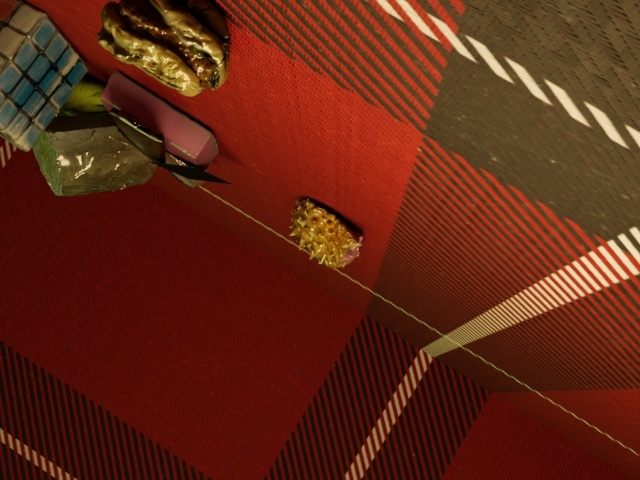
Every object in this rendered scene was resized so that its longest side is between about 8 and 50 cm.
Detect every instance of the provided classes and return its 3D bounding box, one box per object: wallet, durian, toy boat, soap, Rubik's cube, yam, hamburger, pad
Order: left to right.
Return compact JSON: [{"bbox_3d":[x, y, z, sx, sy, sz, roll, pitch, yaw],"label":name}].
[{"bbox_3d":[-0.714,-0.392,1.872,0.253,0.259,0.256,29,171,14],"label":"Rubik's cube"},{"bbox_3d":[-0.585,-0.362,2.140,0.139,0.101,0.250,-6,-166,-32],"label":"durian"},{"bbox_3d":[-0.539,-0.212,2.078,0.202,0.271,0.201,35,136,51],"label":"yam"},{"bbox_3d":[-0.397,-0.230,1.866,0.137,0.031,0.255,35,170,-5],"label":"wallet"},{"bbox_3d":[-0.362,-0.262,1.933,0.259,0.081,0.181,32,172,1],"label":"soap"},{"bbox_3d":[-0.198,-0.281,1.162,0.183,0.130,0.206,36,-170,-12],"label":"hamburger"},{"bbox_3d":[-0.376,-0.237,2.217,0.227,0.085,0.155,45,162,-7],"label":"toy boat"},{"bbox_3d":[-0.299,-0.156,1.986,0.127,0.004,0.190,9,175,20],"label":"pad"},{"bbox_3d":[0.000,-0.001,2.025,0.191,0.112,0.341,30,174,3],"label":"durian"}]

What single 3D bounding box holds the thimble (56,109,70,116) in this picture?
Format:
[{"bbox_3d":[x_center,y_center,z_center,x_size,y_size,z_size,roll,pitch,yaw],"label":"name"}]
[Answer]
[{"bbox_3d":[-0.664,-0.305,2.376,0.143,0.198,0.235,30,155,-12],"label":"thimble"}]
